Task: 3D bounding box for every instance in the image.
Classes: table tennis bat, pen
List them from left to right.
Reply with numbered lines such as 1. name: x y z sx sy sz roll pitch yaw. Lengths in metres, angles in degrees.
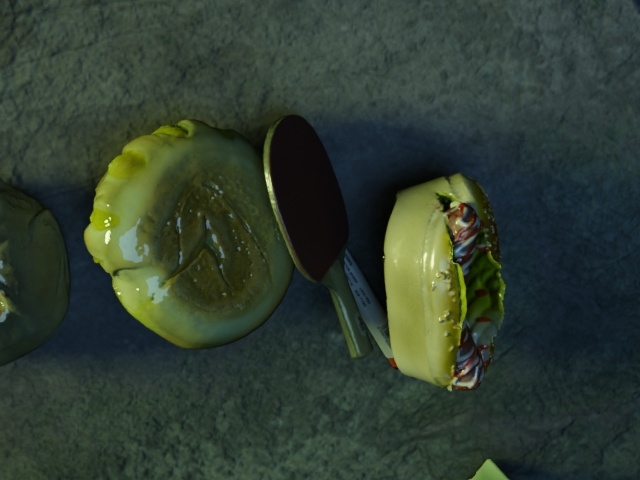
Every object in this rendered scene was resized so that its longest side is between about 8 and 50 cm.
1. table tennis bat: 0.000 0.000 1.352 0.022 0.138 0.246 -12 108 26
2. pen: 0.033 0.043 1.436 0.026 0.026 0.218 -34 116 -5

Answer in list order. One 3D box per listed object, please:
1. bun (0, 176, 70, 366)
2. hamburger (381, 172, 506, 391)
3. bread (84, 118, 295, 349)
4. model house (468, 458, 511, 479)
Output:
1. bun: -0.300 0.036 1.268 0.166 0.113 0.173 -36 118 -4
2. hamburger: 0.123 0.042 1.389 0.116 0.173 0.210 -2 111 8
3. bread: -0.117 -0.007 1.317 0.213 0.105 0.213 -4 99 -30
4. model house: 0.174 0.338 1.548 0.149 0.100 0.127 -38 116 -6
